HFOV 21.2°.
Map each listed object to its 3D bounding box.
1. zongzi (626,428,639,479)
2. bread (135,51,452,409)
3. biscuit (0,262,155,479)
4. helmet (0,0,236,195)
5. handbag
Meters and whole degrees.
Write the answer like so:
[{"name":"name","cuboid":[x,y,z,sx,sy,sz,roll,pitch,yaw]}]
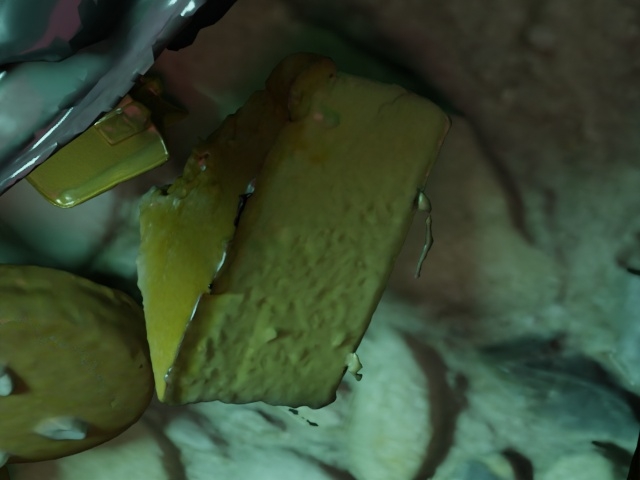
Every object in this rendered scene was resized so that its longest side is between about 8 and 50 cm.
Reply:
[{"name":"zongzi","cuboid":[0.124,0.131,0.636,0.403,0.208,0.432,-28,104,46]},{"name":"bread","cuboid":[0.000,0.000,0.576,0.084,0.080,0.109,10,144,-36]},{"name":"biscuit","cuboid":[-0.223,0.089,0.711,0.340,0.047,0.216,-15,145,16]},{"name":"helmet","cuboid":[-0.141,-0.132,0.399,0.271,0.197,0.338,41,95,-13]},{"name":"handbag","cuboid":[-0.094,-0.054,0.594,0.061,0.027,0.083,-21,124,31]}]
